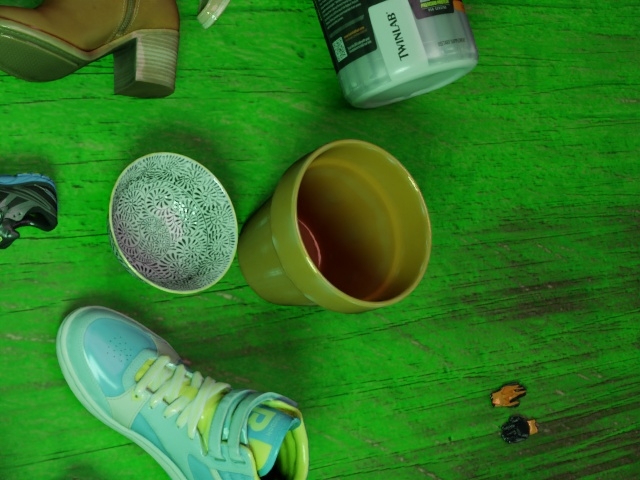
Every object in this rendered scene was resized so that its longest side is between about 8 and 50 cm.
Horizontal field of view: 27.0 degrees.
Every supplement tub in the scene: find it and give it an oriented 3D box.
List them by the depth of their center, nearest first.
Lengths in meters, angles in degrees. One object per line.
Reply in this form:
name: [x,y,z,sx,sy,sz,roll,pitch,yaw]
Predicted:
supplement tub: [0.080,-0.354,1.799,0.194,0.193,0.316,-16,86,-39]

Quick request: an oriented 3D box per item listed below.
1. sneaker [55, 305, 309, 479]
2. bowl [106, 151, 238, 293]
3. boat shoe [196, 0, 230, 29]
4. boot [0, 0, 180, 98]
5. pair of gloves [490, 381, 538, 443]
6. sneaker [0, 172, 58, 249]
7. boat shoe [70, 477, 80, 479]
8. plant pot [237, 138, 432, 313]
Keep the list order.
sneaker: [-0.134,0.176,1.468,0.319,0.208,0.127,45,56,-17]
bowl: [-0.190,-0.012,1.566,0.170,0.080,0.170,12,69,-34]
boat shoe: [-0.139,-0.346,1.722,0.059,0.063,0.170,30,51,-23]
boot: [-0.284,-0.297,1.563,0.283,0.109,0.220,6,74,-37]
pair of gloves: [0.272,0.243,1.875,0.074,0.010,0.083,-12,86,-40]
sneaker: [-0.366,-0.028,1.448,0.188,0.067,0.078,-9,76,-41]
boat shoe: [-0.319,0.360,1.345,0.103,0.113,0.302,57,42,-7]
plant pot: [0.000,0.000,1.634,0.205,0.188,0.205,12,69,-33]
